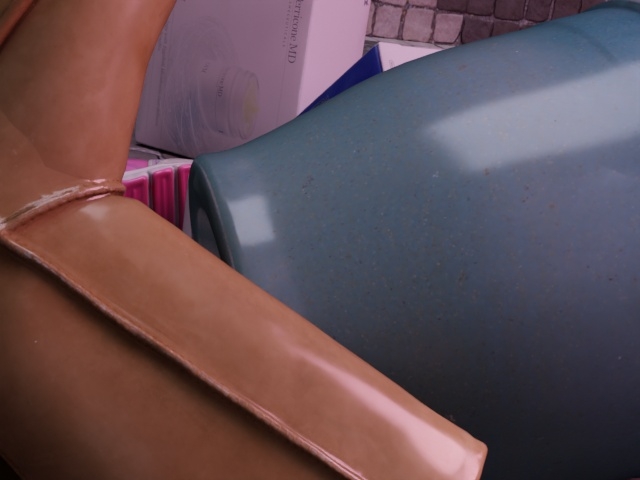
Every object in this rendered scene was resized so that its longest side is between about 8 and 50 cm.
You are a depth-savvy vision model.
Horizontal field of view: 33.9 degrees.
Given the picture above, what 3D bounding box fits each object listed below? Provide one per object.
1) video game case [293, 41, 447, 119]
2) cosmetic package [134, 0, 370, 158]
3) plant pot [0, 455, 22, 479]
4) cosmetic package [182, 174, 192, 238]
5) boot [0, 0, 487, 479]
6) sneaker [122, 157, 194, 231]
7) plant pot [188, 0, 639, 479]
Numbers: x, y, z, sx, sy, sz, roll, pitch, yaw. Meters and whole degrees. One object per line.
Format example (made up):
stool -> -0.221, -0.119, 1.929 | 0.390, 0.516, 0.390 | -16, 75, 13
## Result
video game case -> 0.100, -0.105, 1.052 | 0.244, 0.061, 0.269 | -2, -15, -28
cosmetic package -> -0.081, -0.203, 1.227 | 0.225, 0.224, 0.138 | 17, 19, 25
plant pot -> -0.156, 0.109, 0.469 | 0.082, 0.081, 0.083 | -9, 17, -43
cosmetic package -> 0.000, 0.000, 0.816 | 0.085, 0.117, 0.231 | 23, 24, 37
boot -> -0.044, 0.016, 0.430 | 0.269, 0.236, 0.089 | 38, -8, -2
sneaker -> -0.178, -0.027, 0.837 | 0.252, 0.102, 0.111 | -2, 22, -33
plant pot -> 0.066, 0.021, 0.583 | 0.255, 0.271, 0.271 | -11, 22, -11
